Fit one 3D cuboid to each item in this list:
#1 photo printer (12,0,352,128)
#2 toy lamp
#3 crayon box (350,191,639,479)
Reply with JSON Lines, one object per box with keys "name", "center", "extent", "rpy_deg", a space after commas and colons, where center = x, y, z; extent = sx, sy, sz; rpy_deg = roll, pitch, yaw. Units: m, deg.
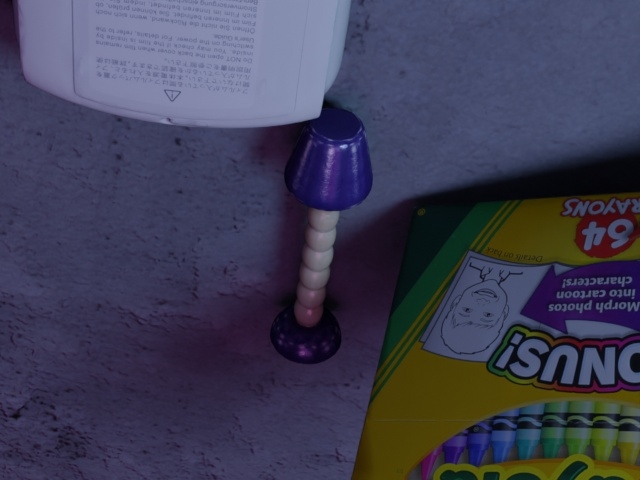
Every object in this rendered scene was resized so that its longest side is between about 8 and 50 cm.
{"name": "photo printer", "center": [-0.098, -0.213, 0.949], "extent": [0.256, 0.107, 0.307], "rpy_deg": [6, 135, -2]}
{"name": "toy lamp", "center": [0.000, 0.000, 1.175], "extent": [0.080, 0.080, 0.275], "rpy_deg": [4, 135, -1]}
{"name": "crayon box", "center": [0.225, 0.116, 1.046], "extent": [0.363, 0.313, 0.106], "rpy_deg": [-3, 145, 29]}
